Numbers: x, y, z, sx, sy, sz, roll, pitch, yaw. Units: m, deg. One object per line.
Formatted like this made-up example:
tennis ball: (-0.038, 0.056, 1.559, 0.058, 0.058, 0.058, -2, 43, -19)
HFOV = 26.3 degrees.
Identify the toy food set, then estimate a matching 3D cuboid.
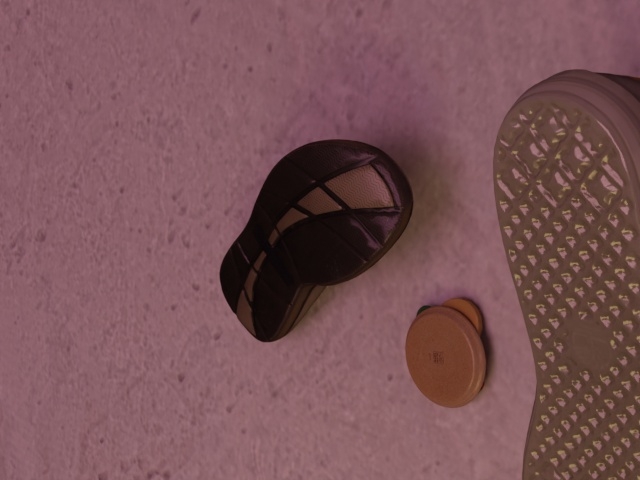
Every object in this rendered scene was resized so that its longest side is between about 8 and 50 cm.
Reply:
toy food set: (0.097, 0.089, 1.065, 0.082, 0.020, 0.083, -22, 82, 45)

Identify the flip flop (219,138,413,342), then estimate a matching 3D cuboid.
flip flop: (0.000, 0.000, 1.116, 0.112, 0.080, 0.277, 59, 147, 14)

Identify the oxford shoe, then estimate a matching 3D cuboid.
oxford shoe: (0.214, 0.097, 0.884, 0.169, 0.130, 0.450, 12, 120, 45)
